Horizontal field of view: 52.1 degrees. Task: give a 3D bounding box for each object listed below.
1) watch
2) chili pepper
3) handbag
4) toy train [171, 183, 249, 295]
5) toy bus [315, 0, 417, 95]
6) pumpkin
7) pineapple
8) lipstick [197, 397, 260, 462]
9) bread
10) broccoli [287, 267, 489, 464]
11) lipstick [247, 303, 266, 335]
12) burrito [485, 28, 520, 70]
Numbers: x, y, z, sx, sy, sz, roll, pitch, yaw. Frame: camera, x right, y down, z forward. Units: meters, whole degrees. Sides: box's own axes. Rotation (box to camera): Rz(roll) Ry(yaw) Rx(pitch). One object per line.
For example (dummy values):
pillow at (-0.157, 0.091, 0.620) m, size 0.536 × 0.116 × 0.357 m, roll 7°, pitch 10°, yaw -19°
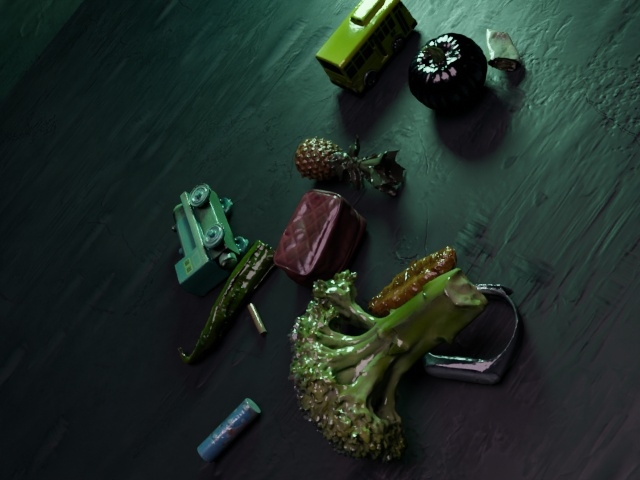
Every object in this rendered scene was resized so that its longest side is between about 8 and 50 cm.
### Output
watch at (0.284, 0.176, 1.272) m, size 0.206 × 0.068 × 0.193 m, roll 1°, pitch 61°, yaw 30°
chili pepper at (-0.234, 0.158, 1.626) m, size 0.085 × 0.076 × 0.359 m, roll 36°, pitch 85°, yaw 16°
handbag at (0.000, 0.000, 1.520) m, size 0.146 × 0.135 × 0.225 m, roll 18°, pitch 78°, yaw 38°
toy train at (-0.315, -0.013, 1.749) m, size 0.194 × 0.120 × 0.298 m, roll -39°, pitch 49°, yaw 15°
toy bus at (0.123, -0.534, 1.743) m, size 0.262 × 0.150 × 0.128 m, roll -51°, pitch 50°, yaw -3°
pumpkin at (0.302, -0.400, 1.555) m, size 0.194 × 0.150 × 0.194 m, roll -1°, pitch 77°, yaw 4°
pineapple at (0.066, -0.181, 1.597) m, size 0.277 × 0.119 × 0.130 m, roll 12°, pitch 52°, yaw 36°
lipstick at (-0.203, 0.423, 1.458) m, size 0.158 × 0.048 × 0.048 m, roll -45°, pitch 48°, yaw 2°
bread at (0.200, 0.096, 1.358) m, size 0.233 × 0.076 × 0.105 m, roll -37°, pitch 19°, yaw 27°
broccoli at (0.120, 0.238, 1.217) m, size 0.396 × 0.274 × 0.353 m, roll -6°, pitch 94°, yaw 31°
lipstick at (-0.153, 0.191, 1.582) m, size 0.019 × 0.019 × 0.094 m, roll -38°, pitch 49°, yaw 9°
burrito at (0.429, -0.457, 1.558) m, size 0.074 × 0.044 × 0.118 m, roll 2°, pitch 57°, yaw -3°
